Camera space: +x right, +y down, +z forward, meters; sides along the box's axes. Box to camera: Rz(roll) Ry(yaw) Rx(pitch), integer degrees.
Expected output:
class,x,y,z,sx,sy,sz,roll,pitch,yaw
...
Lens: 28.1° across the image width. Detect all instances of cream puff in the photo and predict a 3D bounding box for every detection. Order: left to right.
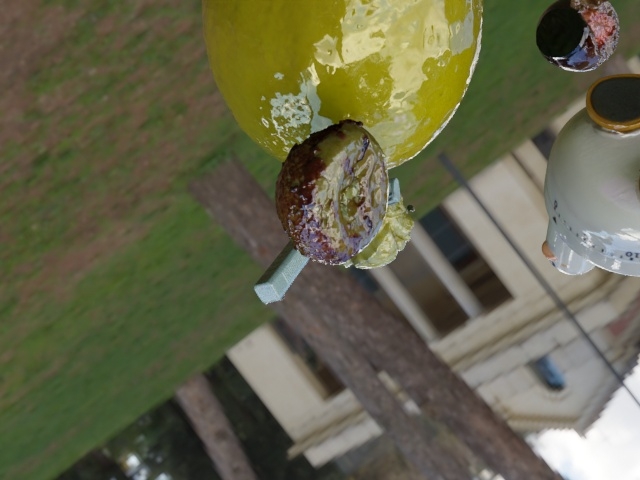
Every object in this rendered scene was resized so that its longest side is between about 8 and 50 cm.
class,x,y,z,sx,sy,sz,roll,pitch,yaw
cream puff,0.008,-0.050,1.281,0.084,0.149,0.149,11,-149,30

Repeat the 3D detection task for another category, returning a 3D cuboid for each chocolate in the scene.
class,x,y,z,sx,sy,sz,roll,pitch,yaw
chocolate,0.415,-0.327,2.015,0.133,0.127,0.124,5,108,-40

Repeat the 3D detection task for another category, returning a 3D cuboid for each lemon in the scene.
class,x,y,z,sx,sy,sz,roll,pitch,yaw
lemon,0.026,-0.242,1.450,0.348,0.348,0.348,-38,-178,1

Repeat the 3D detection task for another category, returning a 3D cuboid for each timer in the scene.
class,x,y,z,sx,sy,sz,roll,pitch,yaw
timer,0.388,-0.059,1.580,0.233,0.233,0.240,-38,155,-18

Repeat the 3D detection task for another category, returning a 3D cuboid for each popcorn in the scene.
class,x,y,z,sx,sy,sz,roll,pitch,yaw
popcorn,0.050,-0.056,1.816,0.173,0.195,0.168,-23,-141,-34

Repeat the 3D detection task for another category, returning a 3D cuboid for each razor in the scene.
class,x,y,z,sx,sy,sz,roll,pitch,yaw
razor,-0.005,-0.009,1.592,0.111,0.056,0.278,-14,-162,35
